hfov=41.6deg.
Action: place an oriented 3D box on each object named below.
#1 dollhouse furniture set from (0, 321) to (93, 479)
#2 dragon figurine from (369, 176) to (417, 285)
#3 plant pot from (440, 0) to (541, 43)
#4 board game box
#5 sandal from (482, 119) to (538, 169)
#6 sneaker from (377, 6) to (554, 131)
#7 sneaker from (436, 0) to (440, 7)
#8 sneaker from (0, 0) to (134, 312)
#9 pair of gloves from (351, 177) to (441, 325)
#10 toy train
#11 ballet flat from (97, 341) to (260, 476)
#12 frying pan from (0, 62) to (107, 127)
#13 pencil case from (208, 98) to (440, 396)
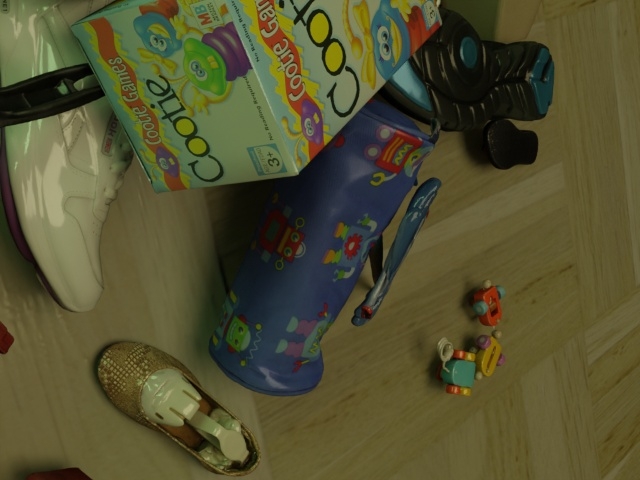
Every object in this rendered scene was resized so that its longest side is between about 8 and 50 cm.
[{"bbox_3d":[-0.297,0.171,0.626,0.201,0.152,0.374,-53,143,-27],"label":"dollhouse furniture set"},{"bbox_3d":[0.048,-0.073,0.947,0.144,0.085,0.289,-52,124,-27],"label":"dragon figurine"},{"bbox_3d":[0.219,-0.306,1.084,0.109,0.109,0.096,-21,119,-41],"label":"plant pot"},{"bbox_3d":[-0.032,-0.172,0.673,0.275,0.142,0.144,-50,126,-44],"label":"board game box"},{"bbox_3d":[0.258,-0.132,1.180,0.179,0.040,0.067,-2,100,-58],"label":"sandal"},{"bbox_3d":[0.140,-0.182,0.973,0.340,0.139,0.125,-1,94,-50],"label":"sneaker"},{"bbox_3d":[0.129,-0.319,1.048,0.035,0.031,0.083,8,83,-30],"label":"sneaker"},{"bbox_3d":[-0.182,-0.093,0.679,0.152,0.114,0.305,-5,98,-14],"label":"sneaker"},{"bbox_3d":[0.077,0.015,0.878,0.159,0.023,0.198,-61,172,-9],"label":"pair of gloves"},{"bbox_3d":[0.197,0.133,1.135,0.166,0.046,0.125,-36,116,-39],"label":"toy train"},{"bbox_3d":[-0.125,0.165,0.813,0.206,0.067,0.073,45,65,-36],"label":"ballet flat"},{"bbox_3d":[-0.241,-0.044,0.506,0.326,0.053,0.197,-5,69,-37],"label":"frying pan"},{"bbox_3d":[0.000,0.000,0.814,0.133,0.119,0.306,7,113,-50],"label":"pencil case"}]
